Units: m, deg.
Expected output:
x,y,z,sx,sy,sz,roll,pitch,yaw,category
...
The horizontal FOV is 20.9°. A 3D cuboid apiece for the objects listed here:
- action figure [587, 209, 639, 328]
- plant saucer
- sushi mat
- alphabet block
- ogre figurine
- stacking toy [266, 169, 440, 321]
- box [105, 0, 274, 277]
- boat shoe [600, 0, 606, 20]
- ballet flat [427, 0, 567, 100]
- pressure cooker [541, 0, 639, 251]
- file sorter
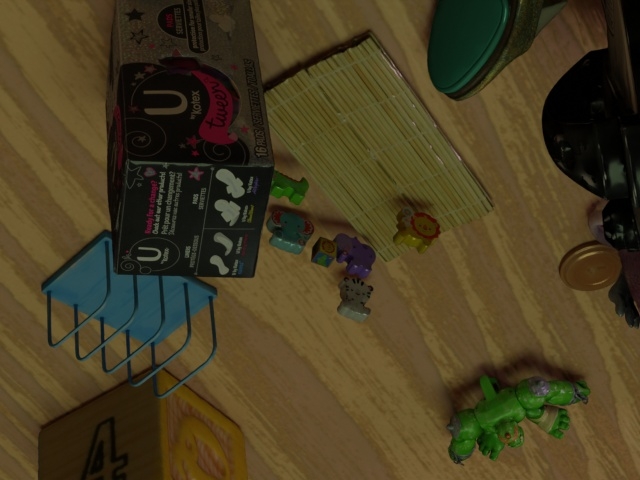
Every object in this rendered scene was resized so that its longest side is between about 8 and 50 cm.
x,y,z,sx,sy,sz,roll,pitch,yaw,category
0.525,0.013,1.929,0.370,0.276,0.248,-40,139,27,action figure
0.329,0.033,2.087,0.083,0.013,0.083,-5,138,-5,plant saucer
0.061,-0.095,1.898,0.151,0.019,0.316,-24,135,17,sushi mat
-0.219,0.309,2.160,0.197,0.193,0.192,-28,136,20,alphabet block
0.239,0.225,2.226,0.197,0.097,0.118,-10,158,24,ogre figurine
0.000,0.000,1.956,0.221,0.052,0.167,20,138,-17,stacking toy
-0.134,-0.106,1.684,0.142,0.247,0.163,0,137,-12,box
0.294,-0.283,1.721,0.065,0.075,0.206,27,152,26,boat shoe
0.196,-0.272,1.669,0.123,0.123,0.349,2,136,-12,ballet flat
0.408,-0.130,1.552,0.420,0.376,0.370,-9,154,11,pressure cooker
-0.216,0.092,1.991,0.170,0.104,0.118,30,126,-35,file sorter
